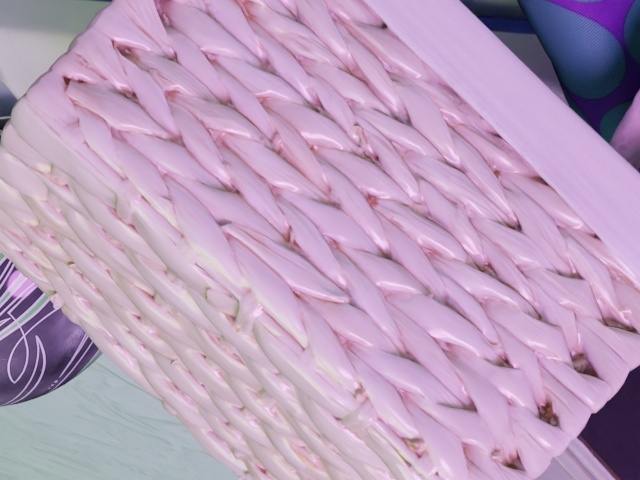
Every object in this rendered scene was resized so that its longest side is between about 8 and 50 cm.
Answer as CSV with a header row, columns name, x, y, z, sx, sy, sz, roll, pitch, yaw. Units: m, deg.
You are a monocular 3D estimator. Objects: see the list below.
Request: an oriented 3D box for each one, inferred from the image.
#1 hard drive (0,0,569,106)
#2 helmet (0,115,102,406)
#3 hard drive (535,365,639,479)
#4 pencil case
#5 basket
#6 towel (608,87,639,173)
name,x,y,z,sx,sy,sz,roll,pitch,yaw
hard drive,0.008,-0.024,0.649,0.319,0.040,0.210,11,149,38
helmet,-0.180,0.012,0.812,0.169,0.169,0.161,40,171,-20
hard drive,0.046,0.074,0.624,0.339,0.064,0.237,48,149,-18
pencil case,0.101,-0.061,0.440,0.065,0.070,0.151,-20,131,16
basket,0.000,0.000,0.388,0.167,0.103,0.113,43,153,-3
towel,0.212,-0.002,0.325,0.282,0.049,0.187,33,132,14
